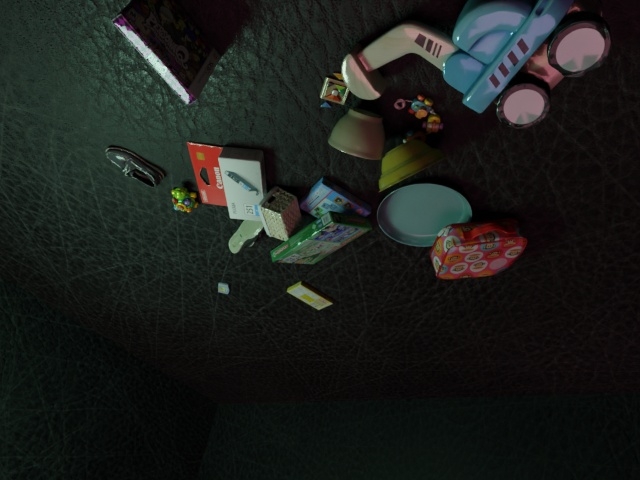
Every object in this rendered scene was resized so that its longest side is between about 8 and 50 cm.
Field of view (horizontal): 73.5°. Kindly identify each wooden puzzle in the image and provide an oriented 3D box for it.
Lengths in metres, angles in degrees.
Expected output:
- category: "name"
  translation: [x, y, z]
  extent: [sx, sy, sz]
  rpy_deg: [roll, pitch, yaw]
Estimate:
- category: "wooden puzzle"
  translation: [0.040, -0.412, 1.183]
  extent: [0.078, 0.014, 0.116]
  rpy_deg: [12, 142, -1]

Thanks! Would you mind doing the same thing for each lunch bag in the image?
- category: "lunch bag"
  translation: [0.541, 0.022, 1.474]
  extent: [0.293, 0.120, 0.258]
  rpy_deg: [-6, 146, -5]

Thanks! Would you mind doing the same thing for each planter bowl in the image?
- category: "planter bowl"
  translation: [0.242, -0.225, 1.211]
  extent: [0.217, 0.217, 0.090]
  rpy_deg: [-27, 92, 38]
- category: "planter bowl"
  translation: [0.114, -0.306, 1.202]
  extent: [0.162, 0.162, 0.109]
  rpy_deg: [15, 115, -6]

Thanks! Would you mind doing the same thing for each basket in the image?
- category: "basket"
  translation: [-0.137, -0.089, 1.524]
  extent: [0.103, 0.113, 0.167]
  rpy_deg: [22, 148, 24]

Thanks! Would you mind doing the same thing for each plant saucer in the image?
- category: "plant saucer"
  translation: [0.356, -0.093, 1.484]
  extent: [0.317, 0.044, 0.318]
  rpy_deg: [6, 141, 5]

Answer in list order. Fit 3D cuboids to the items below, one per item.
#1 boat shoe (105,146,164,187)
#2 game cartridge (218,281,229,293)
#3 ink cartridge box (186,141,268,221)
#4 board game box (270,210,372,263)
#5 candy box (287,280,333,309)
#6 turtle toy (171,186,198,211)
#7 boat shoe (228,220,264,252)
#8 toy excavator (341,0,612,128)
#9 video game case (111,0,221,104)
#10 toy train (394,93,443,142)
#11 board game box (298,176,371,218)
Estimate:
- category: "boat shoe"
  translation: [-0.656, -0.254, 1.502]
  extent: [0.206, 0.065, 0.075]
  rpy_deg: [28, 139, -21]
- category: "game cartridge"
  translation: [-0.475, 0.236, 2.111]
  extent: [0.056, 0.017, 0.083]
  rpy_deg: [11, 142, -6]
- category: "ink cartridge box"
  translation: [-0.321, -0.196, 1.497]
  extent: [0.261, 0.066, 0.296]
  rpy_deg: [7, 141, 3]
- category: "board game box"
  translation: [0.000, 0.000, 1.541]
  extent: [0.317, 0.046, 0.213]
  rpy_deg: [-33, 155, 36]
- category: "candy box"
  translation: [-0.048, 0.263, 2.035]
  extent: [0.206, 0.027, 0.105]
  rpy_deg: [35, 133, -28]
- category: "turtle toy"
  translation: [-0.512, -0.153, 1.593]
  extent: [0.095, 0.066, 0.130]
  rpy_deg: [10, 142, 1]
- category: "boat shoe"
  translation: [-0.275, -0.031, 1.701]
  extent: [0.079, 0.084, 0.233]
  rpy_deg: [-6, 154, -48]
- category: "toy excavator"
  translation: [0.320, -0.437, 0.970]
  extent: [0.445, 0.222, 0.433]
  rpy_deg: [31, 139, -4]
- category: "video game case"
  translation: [-0.356, -0.480, 1.034]
  extent: [0.041, 0.210, 0.232]
  rpy_deg: [-16, 134, 29]
- category: "toy train"
  translation: [0.275, -0.328, 1.207]
  extent: [0.125, 0.046, 0.166]
  rpy_deg: [-12, 137, 26]
- category: "board game box"
  translation: [0.049, -0.120, 1.524]
  extent: [0.211, 0.039, 0.160]
  rpy_deg: [29, 139, -21]
